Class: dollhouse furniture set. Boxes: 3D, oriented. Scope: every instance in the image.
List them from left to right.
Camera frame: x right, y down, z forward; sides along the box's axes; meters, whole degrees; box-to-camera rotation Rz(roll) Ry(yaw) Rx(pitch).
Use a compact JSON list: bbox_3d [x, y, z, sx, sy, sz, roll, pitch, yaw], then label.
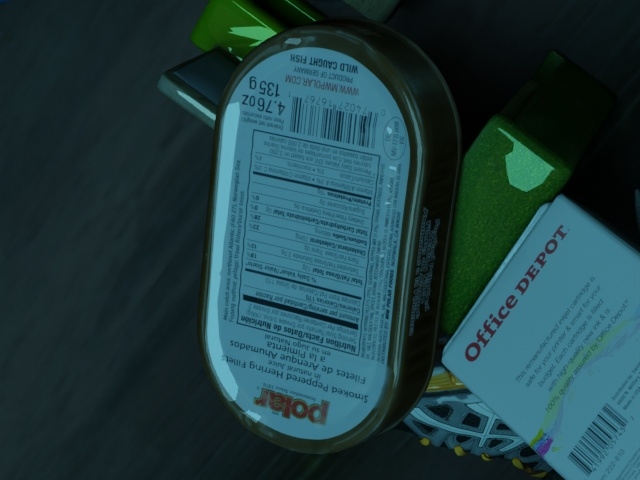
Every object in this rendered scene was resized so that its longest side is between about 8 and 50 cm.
[{"bbox_3d":[0.075,-0.148,0.735,0.197,0.151,0.301,36,116,6],"label":"dollhouse furniture set"}]

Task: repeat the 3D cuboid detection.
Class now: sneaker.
[{"bbox_3d":[0.098,0.081,0.846,0.215,0.084,0.083,-5,111,21],"label":"sneaker"}]

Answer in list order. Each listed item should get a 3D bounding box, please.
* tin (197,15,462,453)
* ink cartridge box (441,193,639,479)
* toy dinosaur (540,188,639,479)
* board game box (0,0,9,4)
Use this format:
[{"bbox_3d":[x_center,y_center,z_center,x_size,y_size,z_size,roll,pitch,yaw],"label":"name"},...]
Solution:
[{"bbox_3d":[0.000,0.000,0.714,0.106,0.040,0.189,15,108,30],"label":"tin"},{"bbox_3d":[0.121,0.052,0.673,0.122,0.052,0.088,43,103,38],"label":"ink cartridge box"},{"bbox_3d":[0.138,0.144,0.741,0.121,0.160,0.313,24,109,-34],"label":"toy dinosaur"},{"bbox_3d":[-0.151,-0.222,0.703,0.064,0.316,0.242,-10,105,23],"label":"board game box"}]
